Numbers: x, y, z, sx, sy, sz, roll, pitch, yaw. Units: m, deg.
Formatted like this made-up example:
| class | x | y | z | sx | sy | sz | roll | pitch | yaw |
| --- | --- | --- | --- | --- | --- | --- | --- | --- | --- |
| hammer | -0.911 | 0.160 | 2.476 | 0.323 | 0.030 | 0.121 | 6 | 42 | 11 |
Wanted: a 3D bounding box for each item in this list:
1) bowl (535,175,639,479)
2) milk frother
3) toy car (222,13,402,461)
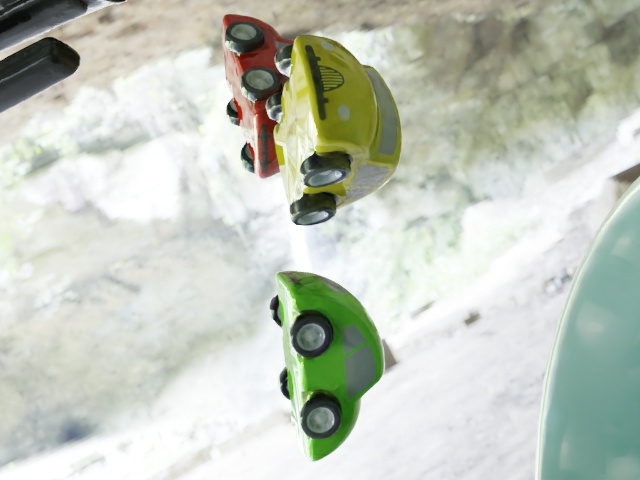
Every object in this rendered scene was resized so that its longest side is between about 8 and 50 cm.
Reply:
| class | x | y | z | sx | sy | sz | roll | pitch | yaw |
| --- | --- | --- | --- | --- | --- | --- | --- | --- | --- |
| bowl | 0.221 | 0.114 | 0.469 | 0.163 | 0.312 | 0.311 | 0 | -7 | -17 |
| milk frother | -0.197 | -0.152 | 0.687 | 0.134 | 0.143 | 0.129 | -20 | 45 | 23 |
| toy car | 0.000 | 0.000 | 0.633 | 0.053 | 0.225 | 0.239 | -9 | 14 | -11 |
